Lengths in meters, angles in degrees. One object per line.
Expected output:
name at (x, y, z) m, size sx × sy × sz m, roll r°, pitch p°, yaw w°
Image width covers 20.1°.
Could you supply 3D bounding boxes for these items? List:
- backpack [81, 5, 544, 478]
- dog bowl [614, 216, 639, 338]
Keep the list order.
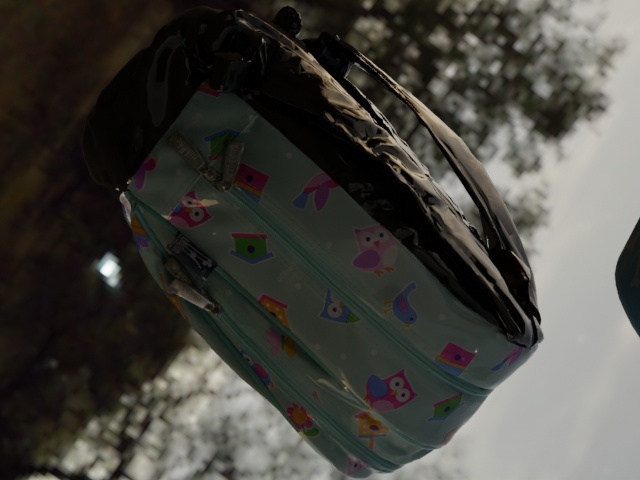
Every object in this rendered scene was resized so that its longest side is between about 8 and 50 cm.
backpack at (0.000, 0.000, 0.704) m, size 0.115 × 0.182 × 0.152 m, roll -45°, pitch 176°, yaw 18°
dog bowl at (0.237, 0.068, 0.687) m, size 0.074 × 0.297 × 0.166 m, roll -53°, pitch 173°, yaw 25°
